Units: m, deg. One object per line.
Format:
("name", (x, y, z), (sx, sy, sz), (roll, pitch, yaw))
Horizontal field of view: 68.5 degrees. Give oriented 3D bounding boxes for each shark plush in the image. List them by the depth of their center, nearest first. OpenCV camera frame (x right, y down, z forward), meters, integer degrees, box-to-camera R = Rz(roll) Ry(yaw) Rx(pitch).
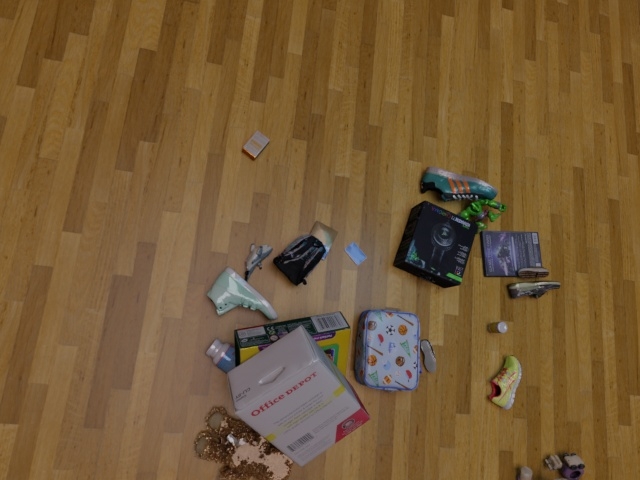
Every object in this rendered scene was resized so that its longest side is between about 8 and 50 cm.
("shark plush", (-0.232, 0.083, 1.717), (0.067, 0.073, 0.161), (36, 65, -36))

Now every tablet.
("tablet", (0.137, 0.051, 1.838), (0.054, 0.006, 0.083), (-39, 89, -18))

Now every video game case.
("video game case", (0.811, 0.057, 1.993), (0.274, 0.026, 0.196), (1, 78, -13))

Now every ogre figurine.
("ogre figurine", (0.662, -0.110, 1.949), (0.197, 0.097, 0.118), (-42, 85, 25))

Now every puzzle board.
("puzzle board", (0.000, 0.000, 1.812), (0.096, 0.011, 0.128), (29, 74, -8))

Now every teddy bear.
("teddy bear", (-0.253, 0.696, 1.567), (0.338, 0.113, 0.245), (10, 69, -4))

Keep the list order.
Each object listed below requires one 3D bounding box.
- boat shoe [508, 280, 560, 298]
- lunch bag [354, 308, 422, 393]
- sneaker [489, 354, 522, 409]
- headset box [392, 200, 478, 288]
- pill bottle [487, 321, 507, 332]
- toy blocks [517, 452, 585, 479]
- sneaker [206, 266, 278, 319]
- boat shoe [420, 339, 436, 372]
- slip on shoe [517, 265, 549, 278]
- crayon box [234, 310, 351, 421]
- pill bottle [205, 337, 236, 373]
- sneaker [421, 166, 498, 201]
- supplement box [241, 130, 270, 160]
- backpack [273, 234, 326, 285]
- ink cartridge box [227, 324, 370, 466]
("boat shoe", (0.891, 0.206, 1.957), (0.224, 0.080, 0.073), (-2, 84, -9))
("lunch bag", (0.256, 0.410, 1.738), (0.243, 0.115, 0.303), (9, 76, -14))
("sneaker", (0.718, 0.547, 1.838), (0.094, 0.081, 0.208), (20, 75, -7))
("headset box", (0.449, 0.028, 1.854), (0.246, 0.131, 0.283), (24, 74, -7))
("pill bottle", (0.703, 0.348, 1.874), (0.043, 0.083, 0.043), (3, 77, -13))
("toy blocks", (0.892, 1.015, 1.739), (0.289, 0.309, 0.260), (-5, 112, -3))
("sneaker", (-0.280, 0.229, 1.657), (0.256, 0.094, 0.151), (42, 79, -4))
("boat shoe", (0.418, 0.443, 1.808), (0.046, 0.038, 0.125), (-22, 81, 26))
("slip on shoe", (0.886, 0.128, 1.965), (0.135, 0.051, 0.041), (-2, 39, -6))
("crayon box", (-0.095, 0.414, 1.554), (0.363, 0.106, 0.313), (-7, 121, -19))
("pill bottle", (-0.312, 0.407, 1.610), (0.160, 0.087, 0.087), (38, 72, -5))
("sneaker", (0.560, -0.202, 1.920), (0.302, 0.108, 0.121), (20, 85, 18))
("supplement box", (-0.250, -0.366, 1.814), (0.062, 0.036, 0.098), (38, 73, -4))
("backpack", (-0.072, 0.057, 1.724), (0.182, 0.115, 0.152), (-45, 112, -8))
("ink cartridge box", (-0.061, 0.481, 1.441), (0.279, 0.160, 0.384), (-33, 127, -1))
